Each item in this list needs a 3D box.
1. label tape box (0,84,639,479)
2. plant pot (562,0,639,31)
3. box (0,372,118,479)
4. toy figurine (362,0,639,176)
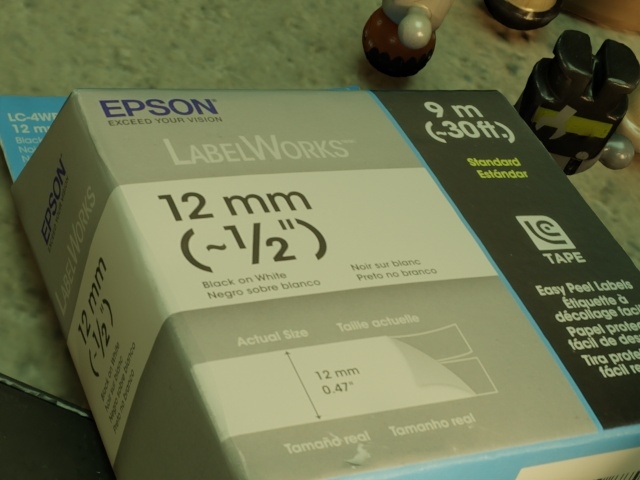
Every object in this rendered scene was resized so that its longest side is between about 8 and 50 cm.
[{"bbox_3d":[0.000,0.000,0.611,0.249,0.115,0.348,-4,48,-30],"label":"label tape box"},{"bbox_3d":[0.256,-0.326,0.925,0.263,0.229,0.263,11,48,-13],"label":"plant pot"},{"bbox_3d":[-0.119,0.158,0.509,0.184,0.045,0.191,25,47,-2],"label":"box"},{"bbox_3d":[0.146,-0.131,0.784,0.209,0.148,0.213,-30,69,-32],"label":"toy figurine"}]
